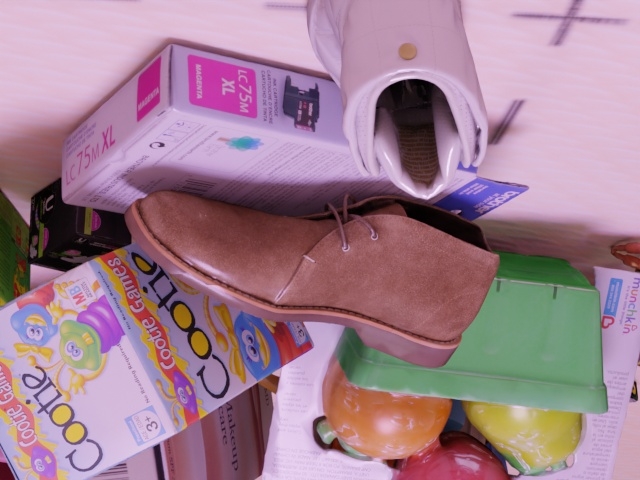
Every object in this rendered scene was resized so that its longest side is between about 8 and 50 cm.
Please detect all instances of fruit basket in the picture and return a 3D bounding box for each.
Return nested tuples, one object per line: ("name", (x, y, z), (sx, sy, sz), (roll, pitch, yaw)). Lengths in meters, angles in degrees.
("fruit basket", (0.112, 0.176, 1.619), (0.327, 0.353, 0.165), (6, -160, -11))

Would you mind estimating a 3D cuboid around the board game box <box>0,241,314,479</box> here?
("board game box", (-0.139, 0.081, 1.413), (0.142, 0.144, 0.275), (-28, 180, 24))

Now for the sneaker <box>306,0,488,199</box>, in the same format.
("sneaker", (0.046, -0.094, 1.132), (0.108, 0.169, 0.292), (-6, 160, 4))

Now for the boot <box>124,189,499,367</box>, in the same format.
("boot", (0.000, 0.000, 1.350), (0.305, 0.112, 0.115), (17, 122, -31))

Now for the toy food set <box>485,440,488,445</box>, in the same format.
("toy food set", (0.187, 0.161, 1.900), (0.071, 0.128, 0.218), (29, 150, -25))

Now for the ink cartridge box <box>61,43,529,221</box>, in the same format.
("ink cartridge box", (-0.018, -0.059, 1.365), (0.311, 0.065, 0.186), (12, 155, -29))

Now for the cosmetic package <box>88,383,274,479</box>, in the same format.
("cosmetic package", (-0.150, 0.179, 1.702), (0.129, 0.153, 0.296), (-8, -176, 17))

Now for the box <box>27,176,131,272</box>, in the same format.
("box", (-0.194, -0.016, 1.453), (0.052, 0.062, 0.083), (15, 154, -34))

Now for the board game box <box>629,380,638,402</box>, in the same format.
("board game box", (0.221, 0.180, 2.069), (0.260, 0.030, 0.136), (-13, 155, 25))

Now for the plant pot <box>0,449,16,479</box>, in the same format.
("plant pot", (-0.349, 0.141, 1.681), (0.201, 0.180, 0.201), (-3, 159, -1))

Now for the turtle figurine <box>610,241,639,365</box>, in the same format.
("turtle figurine", (0.293, 0.083, 1.731), (0.217, 0.087, 0.269), (9, 147, -42))

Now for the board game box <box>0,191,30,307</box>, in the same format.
("board game box", (-0.279, 0.004, 1.451), (0.043, 0.092, 0.181), (-4, 159, 6))

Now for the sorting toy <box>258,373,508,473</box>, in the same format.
("sorting toy", (0.082, 0.182, 1.747), (0.348, 0.196, 0.047), (26, 127, -11))
